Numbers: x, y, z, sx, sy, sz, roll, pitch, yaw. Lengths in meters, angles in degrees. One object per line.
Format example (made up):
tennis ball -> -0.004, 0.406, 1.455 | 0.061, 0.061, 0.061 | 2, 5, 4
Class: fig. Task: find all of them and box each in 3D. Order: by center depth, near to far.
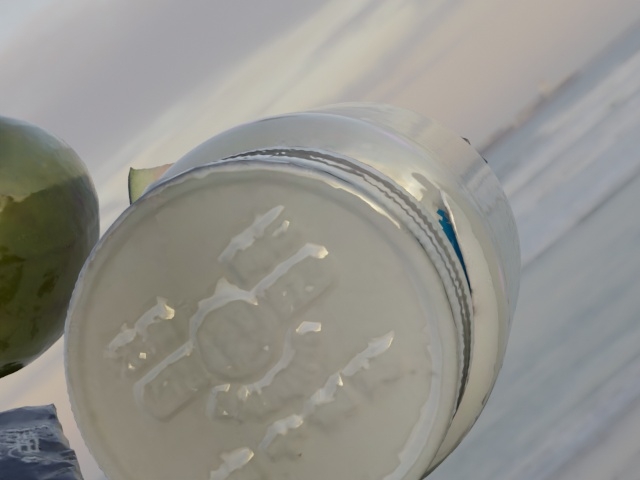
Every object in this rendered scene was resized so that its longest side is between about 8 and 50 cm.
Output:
fig -> -0.252, 0.003, 1.265 | 0.203, 0.203, 0.225 | -41, -8, 34

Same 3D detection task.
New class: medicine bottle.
medicine bottle -> 0.000, 0.021, 0.629 | 0.143, 0.143, 0.258 | -40, -2, 10

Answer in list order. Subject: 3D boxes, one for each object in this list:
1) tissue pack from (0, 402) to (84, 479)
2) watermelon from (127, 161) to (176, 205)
tissue pack -> -0.358, 0.255, 1.456 | 0.332, 0.123, 0.245 | -13, 20, -13
watermelon -> -0.011, 0.017, 1.020 | 0.137, 0.193, 0.145 | -45, -31, -8
